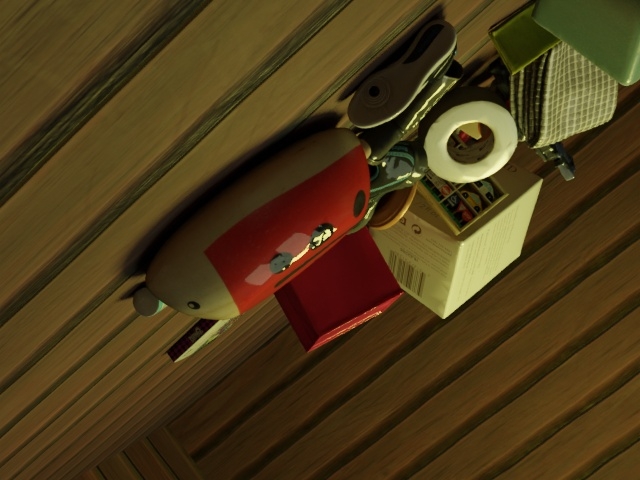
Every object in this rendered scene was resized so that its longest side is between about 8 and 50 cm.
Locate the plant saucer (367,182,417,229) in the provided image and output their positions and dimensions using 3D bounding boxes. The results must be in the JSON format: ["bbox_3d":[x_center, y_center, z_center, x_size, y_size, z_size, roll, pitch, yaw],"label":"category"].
[{"bbox_3d":[0.151,-0.125,1.798,0.037,0.200,0.200,19,134,-30],"label":"plant saucer"}]

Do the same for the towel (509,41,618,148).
[{"bbox_3d":[0.555,-0.367,1.716,0.235,0.121,0.283,-21,127,-16],"label":"towel"}]

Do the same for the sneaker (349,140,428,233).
[{"bbox_3d":[0.083,-0.127,1.720,0.140,0.125,0.341,5,146,-38],"label":"sneaker"}]

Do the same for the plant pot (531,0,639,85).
[{"bbox_3d":[0.562,-0.486,1.356,0.247,0.248,0.252,-37,154,-12],"label":"plant pot"}]

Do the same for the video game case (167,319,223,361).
[{"bbox_3d":[-0.302,0.243,2.181,0.232,0.042,0.210,-42,171,25],"label":"video game case"}]

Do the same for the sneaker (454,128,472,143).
[{"bbox_3d":[0.498,-0.347,2.223,0.279,0.118,0.107,-39,171,1],"label":"sneaker"}]

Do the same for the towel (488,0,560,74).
[{"bbox_3d":[0.451,-0.438,1.557,0.237,0.102,0.021,-36,-171,-19],"label":"towel"}]

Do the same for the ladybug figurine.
[{"bbox_3d":[-0.080,-0.019,1.287,0.449,0.162,0.305,-38,172,-8],"label":"ladybug figurine"}]

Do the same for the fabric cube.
[{"bbox_3d":[0.025,0.108,2.002,0.254,0.258,0.259,-27,169,-17],"label":"fabric cube"}]

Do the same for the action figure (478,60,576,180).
[{"bbox_3d":[0.517,-0.294,1.938,0.330,0.341,0.178,-33,-176,-42],"label":"action figure"}]

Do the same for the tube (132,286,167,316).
[{"bbox_3d":[-0.281,0.094,1.440,0.080,0.052,0.207,-36,178,17],"label":"tube"}]

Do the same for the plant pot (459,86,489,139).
[{"bbox_3d":[0.428,-0.336,2.053,0.109,0.096,0.109,-45,171,36],"label":"plant pot"}]

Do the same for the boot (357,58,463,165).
[{"bbox_3d":[0.172,-0.249,1.462,0.208,0.076,0.189,-37,-170,40],"label":"boot"}]

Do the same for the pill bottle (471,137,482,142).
[{"bbox_3d":[0.545,-0.346,2.408,0.246,0.130,0.130,-42,171,24],"label":"pill bottle"}]

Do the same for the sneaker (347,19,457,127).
[{"bbox_3d":[0.145,-0.259,1.255,0.217,0.079,0.121,-42,170,13],"label":"sneaker"}]

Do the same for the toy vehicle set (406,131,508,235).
[{"bbox_3d":[0.323,-0.165,1.925,0.166,0.267,0.035,-38,173,-13],"label":"toy vehicle set"}]

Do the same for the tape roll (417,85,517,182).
[{"bbox_3d":[0.338,-0.241,1.754,0.219,0.219,0.072,-43,-148,26],"label":"tape roll"}]

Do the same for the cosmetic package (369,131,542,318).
[{"bbox_3d":[0.390,-0.054,2.285,0.394,0.329,0.327,-35,145,-31],"label":"cosmetic package"}]

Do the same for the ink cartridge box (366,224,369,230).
[{"bbox_3d":[0.101,-0.009,2.396,0.056,0.099,0.135,-28,166,-45],"label":"ink cartridge box"}]
